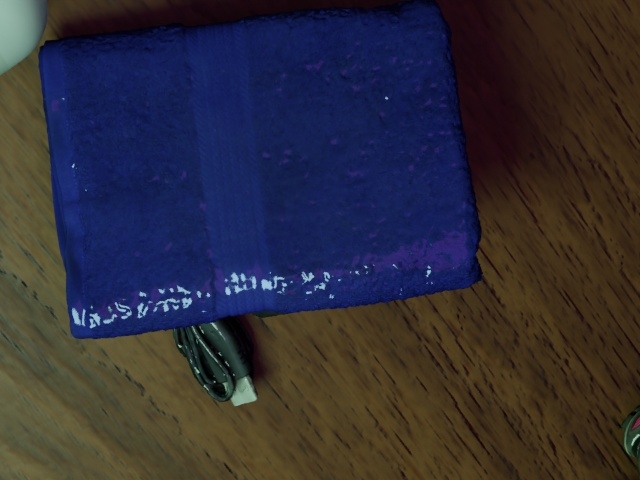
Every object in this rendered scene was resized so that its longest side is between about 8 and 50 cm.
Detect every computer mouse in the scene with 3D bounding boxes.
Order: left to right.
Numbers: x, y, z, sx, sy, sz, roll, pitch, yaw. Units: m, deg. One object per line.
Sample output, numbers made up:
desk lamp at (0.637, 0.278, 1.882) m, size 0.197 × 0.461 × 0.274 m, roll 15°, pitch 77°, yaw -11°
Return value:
computer mouse at (0.000, 0.000, 1.148) m, size 0.272 × 0.072 × 0.188 m, roll -25°, pitch 102°, yaw -9°

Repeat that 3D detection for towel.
towel at (-0.045, -0.054, 1.086) m, size 0.308 × 0.076 × 0.227 m, roll -7°, pitch 82°, yaw -1°

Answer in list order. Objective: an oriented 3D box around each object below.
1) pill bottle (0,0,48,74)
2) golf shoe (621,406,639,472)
pill bottle at (-0.332, -0.168, 0.962) m, size 0.408 × 0.229 × 0.229 m, roll -33°, pitch 104°, yaw -7°
golf shoe at (0.389, 0.131, 1.238) m, size 0.273 × 0.120 × 0.105 m, roll -39°, pitch 103°, yaw -7°
